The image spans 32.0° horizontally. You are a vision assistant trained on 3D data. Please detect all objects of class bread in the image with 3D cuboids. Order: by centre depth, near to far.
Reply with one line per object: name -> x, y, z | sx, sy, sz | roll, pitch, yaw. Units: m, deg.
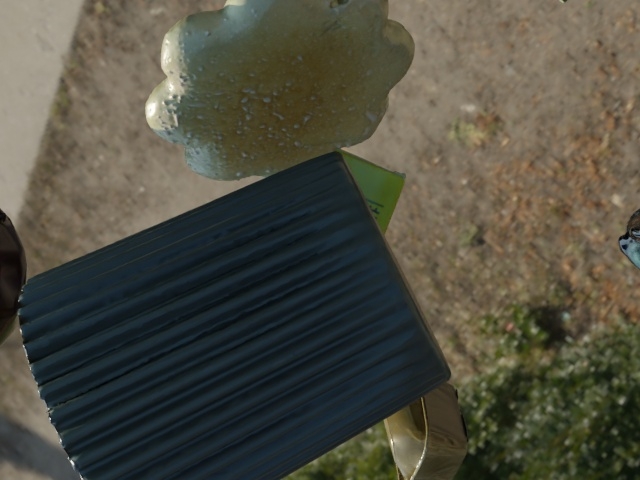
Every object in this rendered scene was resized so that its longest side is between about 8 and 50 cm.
bread -> -0.043, -0.173, 1.258 | 0.316, 0.316, 0.054 | 92, 161, -50

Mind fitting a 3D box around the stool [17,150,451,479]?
stool -> -0.073, 0.093, 1.090 | 0.297, 0.330, 0.297 | 63, -177, -6

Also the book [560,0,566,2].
book -> 0.346, -0.472, 1.633 | 0.192, 0.168, 0.013 | 45, -169, 9

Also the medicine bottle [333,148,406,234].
medicine bottle -> 0.000, 0.000, 1.478 | 0.137, 0.250, 0.141 | 22, 180, -6

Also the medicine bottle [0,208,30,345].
medicine bottle -> -0.463, 0.031, 1.324 | 0.242, 0.242, 0.395 | 46, 160, -2

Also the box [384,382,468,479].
box -> 0.131, 0.244, 1.481 | 0.111, 0.177, 0.111 | -2, 125, -3

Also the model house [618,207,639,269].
model house -> 0.516, -0.040, 1.213 | 0.184, 0.291, 0.253 | 47, 163, -13
